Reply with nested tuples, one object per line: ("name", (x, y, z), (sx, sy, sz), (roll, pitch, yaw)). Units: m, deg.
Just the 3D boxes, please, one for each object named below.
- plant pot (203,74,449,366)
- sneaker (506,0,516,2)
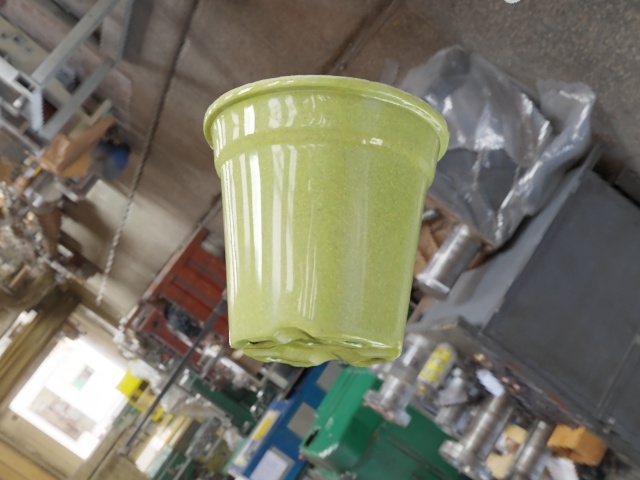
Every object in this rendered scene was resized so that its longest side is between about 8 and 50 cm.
("plant pot", (0.000, 0.000, 0.907), (0.276, 0.254, 0.276), (3, 163, 1))
("sneaker", (0.250, -0.330, 0.940), (0.118, 0.292, 0.110), (-7, 105, 21))
